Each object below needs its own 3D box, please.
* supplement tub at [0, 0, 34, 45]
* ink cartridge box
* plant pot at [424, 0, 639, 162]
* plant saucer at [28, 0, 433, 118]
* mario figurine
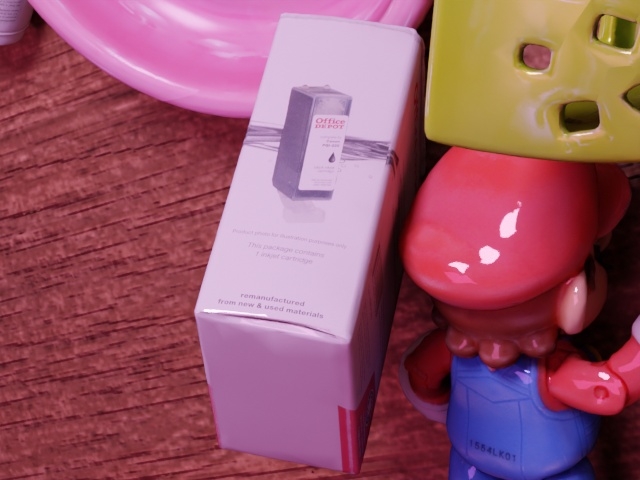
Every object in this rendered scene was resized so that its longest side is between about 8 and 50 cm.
[{"bbox_3d":[-0.231,-0.202,1.386,0.071,0.071,0.107,41,125,24],"label":"supplement tub"},{"bbox_3d":[0.000,0.000,1.120,0.092,0.218,0.158,10,146,9],"label":"ink cartridge box"},{"bbox_3d":[0.199,-0.150,0.944,0.207,0.228,0.227,18,114,29],"label":"plant pot"},{"bbox_3d":[-0.066,-0.236,1.175,0.332,0.084,0.332,15,128,20],"label":"plant saucer"},{"bbox_3d":[0.143,0.068,1.151,0.198,0.170,0.320,-3,117,4],"label":"mario figurine"}]
